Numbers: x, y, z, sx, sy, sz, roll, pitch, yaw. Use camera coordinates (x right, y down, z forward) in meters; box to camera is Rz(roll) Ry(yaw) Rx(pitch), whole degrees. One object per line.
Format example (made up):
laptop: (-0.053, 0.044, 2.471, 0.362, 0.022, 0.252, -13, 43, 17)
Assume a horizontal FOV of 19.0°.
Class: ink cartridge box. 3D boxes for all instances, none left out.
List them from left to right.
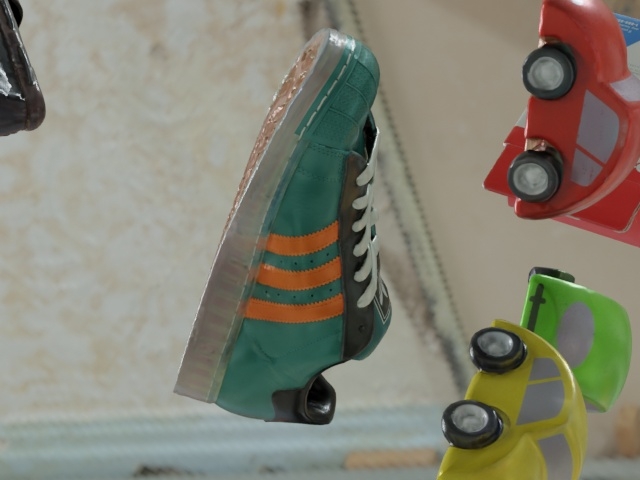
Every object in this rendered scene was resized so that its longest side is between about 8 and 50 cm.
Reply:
ink cartridge box: (0.241, -0.080, 1.592, 0.134, 0.231, 0.078, 19, -36, 24)

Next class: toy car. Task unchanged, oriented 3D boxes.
toy car: (0.107, 0.032, 0.830, 0.053, 0.239, 0.225, 11, -14, 15)

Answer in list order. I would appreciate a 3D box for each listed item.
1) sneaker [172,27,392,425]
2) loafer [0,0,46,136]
sneaker: (0.000, 0.000, 1.217, 0.121, 0.108, 0.302, 19, -50, -4)
loafer: (-0.290, -0.171, 1.626, 0.095, 0.302, 0.109, 3, -56, -15)
